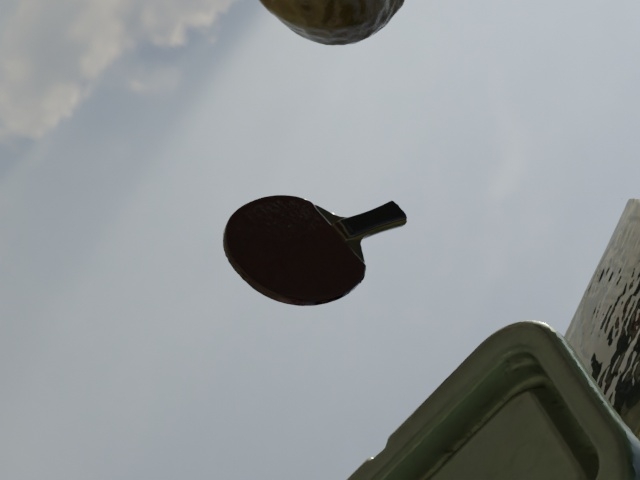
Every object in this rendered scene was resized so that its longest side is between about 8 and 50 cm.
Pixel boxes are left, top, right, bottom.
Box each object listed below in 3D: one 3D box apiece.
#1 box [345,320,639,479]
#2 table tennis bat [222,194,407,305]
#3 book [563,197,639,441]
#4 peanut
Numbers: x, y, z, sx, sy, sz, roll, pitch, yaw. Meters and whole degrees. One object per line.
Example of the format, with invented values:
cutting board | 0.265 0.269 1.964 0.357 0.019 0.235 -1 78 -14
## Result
box | 0.095 0.228 0.971 0.312 0.182 0.175 -45 -149 12
table tennis bat | 0.000 0.000 1.169 0.095 0.158 0.014 48 -45 23
book | 0.220 0.146 1.343 0.371 0.043 0.260 -65 -168 1
peanut | 0.008 -0.238 1.418 0.109 0.159 0.141 16 -91 55
